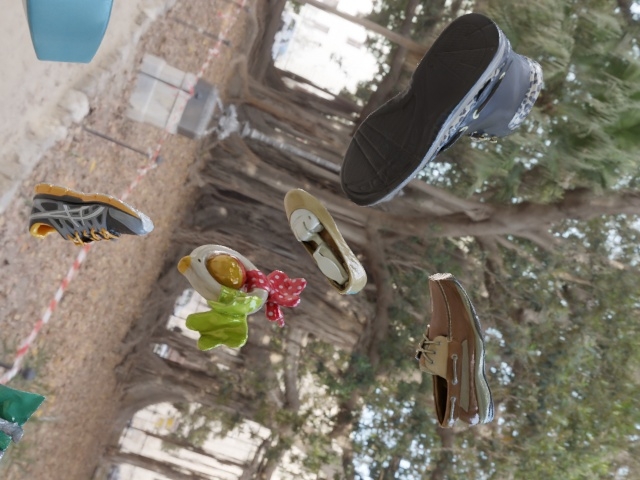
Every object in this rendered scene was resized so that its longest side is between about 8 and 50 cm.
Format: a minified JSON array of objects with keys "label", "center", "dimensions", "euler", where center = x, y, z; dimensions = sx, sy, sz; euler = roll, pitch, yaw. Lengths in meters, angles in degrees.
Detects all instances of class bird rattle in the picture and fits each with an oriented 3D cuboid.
[{"label":"bird rattle","center":[-0.149,0.079,1.126],"dimensions":[0.143,0.207,0.253],"euler":[-52,168,33]}]

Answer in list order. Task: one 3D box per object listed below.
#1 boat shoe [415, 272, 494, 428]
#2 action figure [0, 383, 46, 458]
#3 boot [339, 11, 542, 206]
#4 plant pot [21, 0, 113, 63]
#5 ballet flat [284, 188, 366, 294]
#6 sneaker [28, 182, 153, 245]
[{"label":"boat shoe","center":[0.255,0.230,1.205],"dimensions":[0.122,0.119,0.324],"euler":[-154,-130,-79]},{"label":"action figure","center":[-0.460,0.184,0.689],"dimensions":[0.137,0.232,0.063],"euler":[-54,-158,-4]},{"label":"boot","center":[0.226,-0.209,1.092],"dimensions":[0.284,0.138,0.377],"euler":[-6,139,-52]},{"label":"plant pot","center":[-0.515,-0.485,1.214],"dimensions":[0.166,0.165,0.234],"euler":[61,-38,33]},{"label":"ballet flat","center":[0.000,0.000,1.112],"dimensions":[0.080,0.232,0.073],"euler":[-45,169,29]},{"label":"sneaker","center":[-0.354,-0.028,0.929],"dimensions":[0.084,0.214,0.083],"euler":[50,53,-65]}]
